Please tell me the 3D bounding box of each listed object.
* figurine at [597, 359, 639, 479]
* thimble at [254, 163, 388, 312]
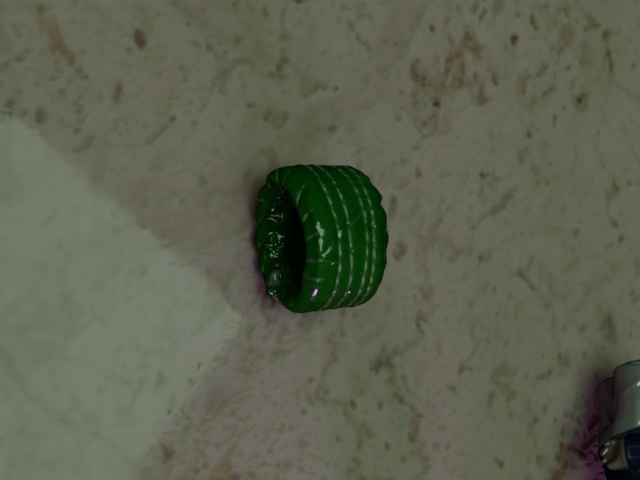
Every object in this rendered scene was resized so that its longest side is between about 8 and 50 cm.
[{"bbox_3d":[0.311,0.249,1.251,0.133,0.194,0.274,3,85,-14],"label":"figurine"},{"bbox_3d":[0.000,0.000,1.163,0.090,0.118,0.130,-5,114,-30],"label":"thimble"}]
